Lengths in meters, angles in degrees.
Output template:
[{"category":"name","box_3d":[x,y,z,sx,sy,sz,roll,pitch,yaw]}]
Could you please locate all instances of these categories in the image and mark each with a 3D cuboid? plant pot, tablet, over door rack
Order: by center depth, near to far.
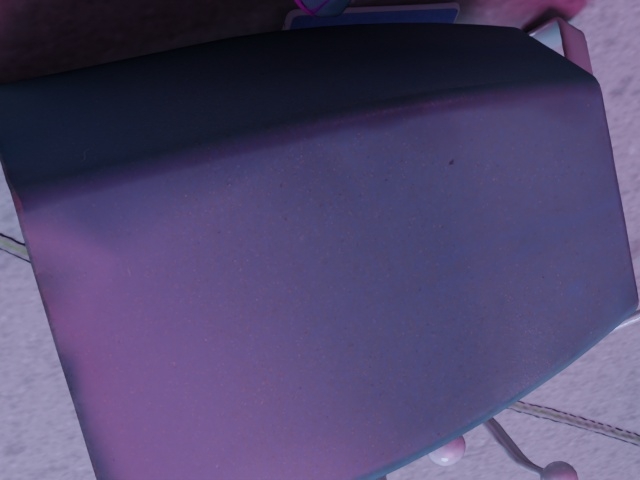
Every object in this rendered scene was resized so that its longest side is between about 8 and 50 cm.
[{"category":"plant pot","box_3d":[0.000,0.000,0.785,0.234,0.166,0.165,-17,111,-7]},{"category":"tablet","box_3d":[0.019,-0.088,0.859,0.083,0.006,0.054,-6,144,-21]},{"category":"over door rack","box_3d":[0.084,0.049,0.997,0.324,0.108,0.239,-38,143,26]}]

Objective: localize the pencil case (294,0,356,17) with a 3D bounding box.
[{"category":"pencil case","box_3d":[0.051,-0.144,0.741,0.151,0.064,0.070,-24,130,8]}]
